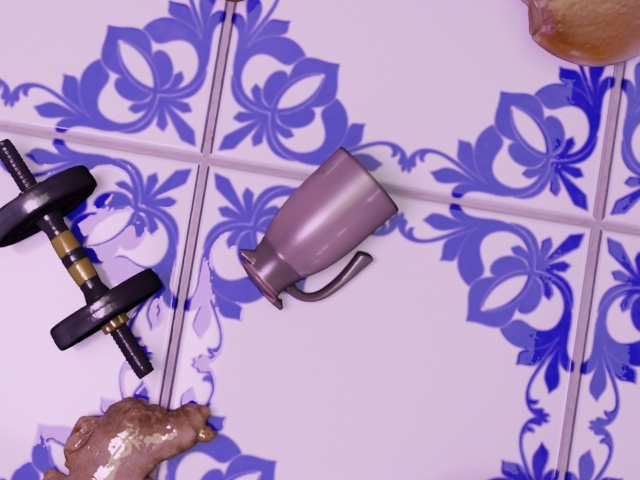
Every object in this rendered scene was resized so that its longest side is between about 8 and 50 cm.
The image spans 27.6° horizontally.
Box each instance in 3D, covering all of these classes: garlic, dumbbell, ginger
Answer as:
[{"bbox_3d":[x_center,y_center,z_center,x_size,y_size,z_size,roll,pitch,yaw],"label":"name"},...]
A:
[{"bbox_3d":[0.349,-0.328,1.616,0.228,0.110,0.217,-19,99,6],"label":"garlic"},{"bbox_3d":[-0.290,0.021,1.535,0.143,0.143,0.325,-33,88,-5],"label":"dumbbell"},{"bbox_3d":[-0.235,0.255,1.559,0.137,0.074,0.213,42,89,-9],"label":"ginger"}]

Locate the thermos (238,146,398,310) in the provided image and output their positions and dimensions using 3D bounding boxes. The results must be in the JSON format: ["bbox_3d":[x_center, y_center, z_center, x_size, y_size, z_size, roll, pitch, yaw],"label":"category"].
[{"bbox_3d":[0.000,0.000,1.581,0.193,0.105,0.137,-43,120,-1],"label":"thermos"}]
